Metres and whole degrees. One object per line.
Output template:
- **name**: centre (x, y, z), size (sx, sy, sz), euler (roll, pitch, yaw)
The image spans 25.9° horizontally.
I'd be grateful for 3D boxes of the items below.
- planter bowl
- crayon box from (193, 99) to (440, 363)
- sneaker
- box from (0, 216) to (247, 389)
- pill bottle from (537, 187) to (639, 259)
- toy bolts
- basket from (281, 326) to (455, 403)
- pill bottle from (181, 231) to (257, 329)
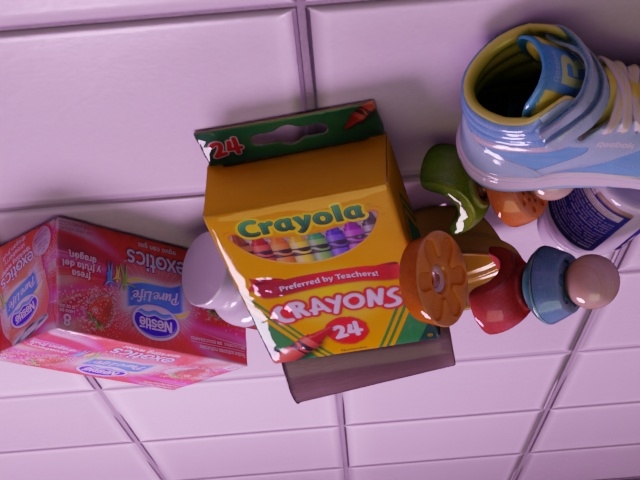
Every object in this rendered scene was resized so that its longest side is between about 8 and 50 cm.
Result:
- **planter bowl**: centre (0.148, 0.015, 1.706), size (0.217, 0.090, 0.217), euler (-3, 159, -1)
- **crayon box**: centre (0.000, 0.000, 1.512), size (0.202, 0.081, 0.318), euler (-10, 136, 12)
- **sneaker**: centre (0.280, -0.130, 1.309), size (0.319, 0.127, 0.208), euler (-9, 160, 9)
- **box**: centre (-0.251, 0.087, 1.740), size (0.154, 0.142, 0.300), euler (-22, 153, 39)
- **pill bottle**: centre (0.315, -0.047, 1.550), size (0.112, 0.112, 0.186), euler (2, 158, -16)
- **toy bolts**: centre (0.212, 0.020, 1.476), size (0.159, 0.218, 0.228), euler (-7, 135, 36)
- **basket**: centre (0.064, 0.127, 1.911), size (0.227, 0.154, 0.204), euler (-11, 156, 5)
- **pill bottle**: centre (-0.058, 0.053, 1.723), size (0.216, 0.121, 0.121), euler (14, 152, -38)
